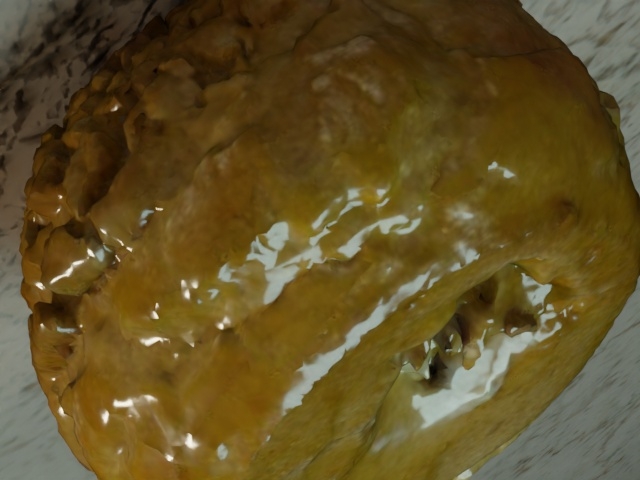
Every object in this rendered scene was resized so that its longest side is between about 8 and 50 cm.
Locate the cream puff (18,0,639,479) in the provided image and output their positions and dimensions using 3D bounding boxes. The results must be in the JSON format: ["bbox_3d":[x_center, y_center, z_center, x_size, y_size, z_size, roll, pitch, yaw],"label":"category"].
[{"bbox_3d":[0.000,0.000,0.904,0.327,0.231,0.343,-50,151,15],"label":"cream puff"}]
